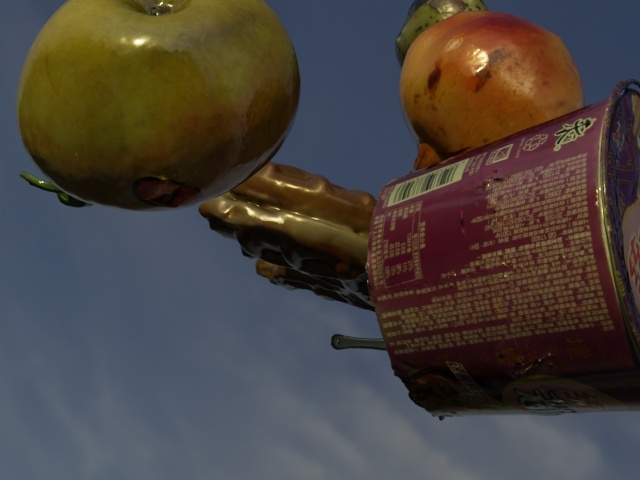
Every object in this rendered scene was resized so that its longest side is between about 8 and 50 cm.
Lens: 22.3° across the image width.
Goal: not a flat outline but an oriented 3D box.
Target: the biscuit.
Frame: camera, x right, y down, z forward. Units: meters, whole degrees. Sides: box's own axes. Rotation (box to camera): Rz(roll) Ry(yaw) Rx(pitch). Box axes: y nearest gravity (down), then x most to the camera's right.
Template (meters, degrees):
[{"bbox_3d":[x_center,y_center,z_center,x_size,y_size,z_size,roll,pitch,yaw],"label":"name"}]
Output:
[{"bbox_3d":[0.019,0.006,1.928,0.268,0.115,0.366,16,-6,17],"label":"biscuit"}]

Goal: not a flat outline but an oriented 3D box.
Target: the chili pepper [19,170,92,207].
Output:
[{"bbox_3d":[-0.244,-0.111,1.780,0.074,0.257,0.100,-39,-70,24],"label":"chili pepper"}]

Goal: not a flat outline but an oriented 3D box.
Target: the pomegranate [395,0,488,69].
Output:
[{"bbox_3d":[0.171,-0.249,1.999,0.125,0.163,0.138,58,-31,37],"label":"pomegranate"}]

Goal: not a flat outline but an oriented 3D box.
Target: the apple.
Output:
[{"bbox_3d":[-0.150,-0.142,1.489,0.261,0.261,0.194,20,-50,31],"label":"apple"}]

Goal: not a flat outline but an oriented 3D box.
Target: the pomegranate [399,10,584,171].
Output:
[{"bbox_3d":[0.185,-0.150,1.773,0.209,0.209,0.209,28,-31,18],"label":"pomegranate"}]

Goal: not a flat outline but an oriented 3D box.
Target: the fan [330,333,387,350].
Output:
[{"bbox_3d":[0.127,0.143,2.203,0.226,0.008,0.152,2,-77,-2],"label":"fan"}]

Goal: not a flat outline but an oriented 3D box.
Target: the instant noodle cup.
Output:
[{"bbox_3d":[0.217,0.037,1.577,0.266,0.340,0.340,-14,-55,27],"label":"instant noodle cup"}]
